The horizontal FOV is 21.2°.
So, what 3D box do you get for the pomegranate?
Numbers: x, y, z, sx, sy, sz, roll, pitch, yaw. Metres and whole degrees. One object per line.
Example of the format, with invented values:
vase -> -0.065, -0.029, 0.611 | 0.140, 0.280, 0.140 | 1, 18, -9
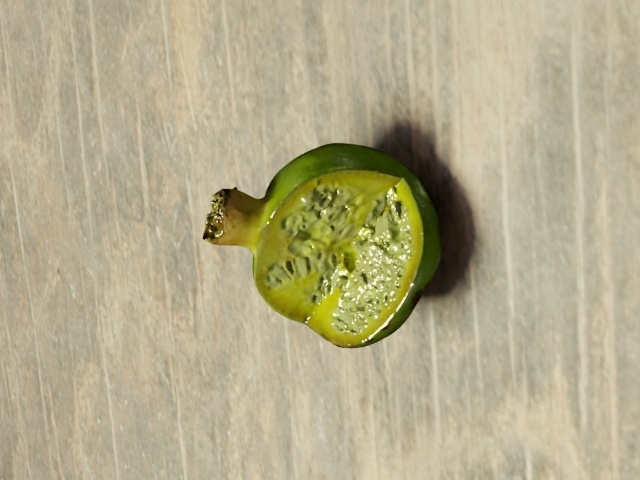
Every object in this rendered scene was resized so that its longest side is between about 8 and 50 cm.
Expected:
pomegranate -> 0.005, -0.006, 1.246 | 0.169, 0.122, 0.143 | 19, 121, 4
